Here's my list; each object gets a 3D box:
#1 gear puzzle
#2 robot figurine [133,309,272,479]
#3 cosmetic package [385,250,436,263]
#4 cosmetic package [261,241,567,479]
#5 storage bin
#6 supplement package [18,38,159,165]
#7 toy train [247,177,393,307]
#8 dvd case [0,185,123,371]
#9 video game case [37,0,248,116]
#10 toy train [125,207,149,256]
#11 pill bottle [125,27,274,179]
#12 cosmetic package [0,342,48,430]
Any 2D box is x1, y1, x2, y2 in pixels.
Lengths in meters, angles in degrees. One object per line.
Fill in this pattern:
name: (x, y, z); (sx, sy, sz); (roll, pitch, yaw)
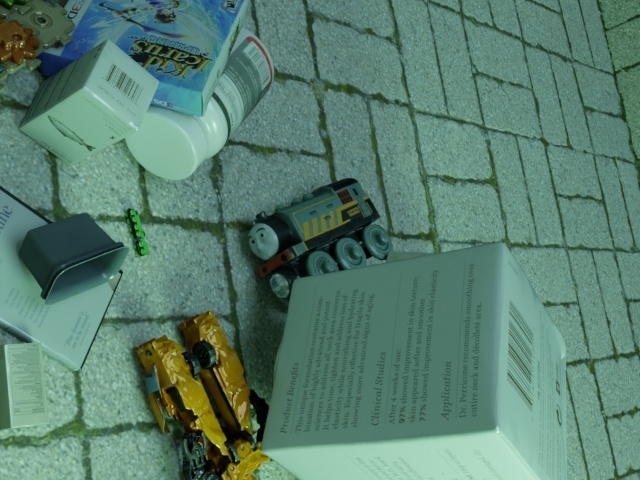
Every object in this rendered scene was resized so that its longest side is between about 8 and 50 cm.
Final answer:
gear puzzle: (-0.461, -0.342, 1.310); (0.175, 0.044, 0.339); (36, 47, -1)
robot figurine: (-0.177, 0.272, 1.418); (0.211, 0.085, 0.291); (-27, 96, -49)
cosmetic package: (0.209, 0.161, 1.760); (0.296, 0.129, 0.153); (65, 34, -55)
cosmetic package: (0.169, 0.247, 1.457); (0.327, 0.394, 0.329); (49, 41, -43)
storage bin: (-0.364, 0.023, 1.275); (0.091, 0.098, 0.135); (47, 38, 15)
supplement package: (-0.350, -0.204, 1.329); (0.105, 0.179, 0.105); (38, 50, -33)
toy train: (0.000, 0.000, 1.691); (0.334, 0.142, 0.190); (-25, 83, -48)
dvd case: (-0.417, 0.053, 1.280); (0.253, 0.022, 0.180); (40, 50, -31)
video game case: (-0.280, -0.337, 1.428); (0.270, 0.061, 0.244); (15, 56, 2)
toy train: (-0.299, -0.013, 1.442); (0.024, 0.017, 0.083); (-9, 83, -59)
pill bottle: (-0.208, -0.240, 1.517); (0.161, 0.161, 0.283); (52, 44, -22)
cosmetic package: (-0.414, 0.200, 1.213); (0.060, 0.041, 0.115); (6, 72, -48)
